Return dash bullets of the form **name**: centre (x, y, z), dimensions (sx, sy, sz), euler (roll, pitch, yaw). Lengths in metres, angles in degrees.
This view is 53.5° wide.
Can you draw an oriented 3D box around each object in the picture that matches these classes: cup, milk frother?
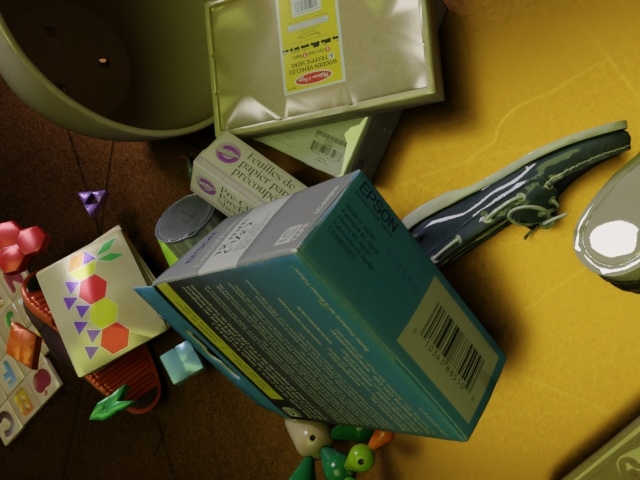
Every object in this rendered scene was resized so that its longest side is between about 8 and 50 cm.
- **cup**: centre (-0.279, -0.264, 0.810), dimensions (0.237, 0.331, 0.330), euler (-13, 83, 50)
- **milk frother**: centre (-0.167, 0.028, 0.805), dimensions (0.143, 0.134, 0.129), euler (-45, 40, -15)

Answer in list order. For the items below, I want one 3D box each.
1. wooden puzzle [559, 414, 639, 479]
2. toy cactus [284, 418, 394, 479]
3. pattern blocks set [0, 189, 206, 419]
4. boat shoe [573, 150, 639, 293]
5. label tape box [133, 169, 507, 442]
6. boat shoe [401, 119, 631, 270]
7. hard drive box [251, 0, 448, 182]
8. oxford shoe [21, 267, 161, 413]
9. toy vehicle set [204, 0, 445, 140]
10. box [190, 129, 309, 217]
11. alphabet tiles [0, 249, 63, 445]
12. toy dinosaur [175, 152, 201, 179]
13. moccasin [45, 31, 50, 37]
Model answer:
- **wooden puzzle**: centre (0.435, 0.262, 0.569), dimensions (0.322, 0.081, 0.347), euler (48, 113, 19)
- **toy cactus**: centre (0.020, 0.255, 0.745), dimensions (0.219, 0.112, 0.180), euler (-53, 33, -5)
- **pattern blocks set**: centre (-0.303, 0.080, 0.887), dimensions (0.286, 0.026, 0.324), euler (-21, 72, -2)
- **boat shoe**: centre (0.379, -0.082, 0.584), dimensions (0.324, 0.097, 0.116), euler (-52, 39, 15)
- **label tape box**: centre (-0.021, 0.084, 0.682), dimensions (0.249, 0.115, 0.348), euler (49, 148, -20)
- **boat shoe**: centre (0.205, -0.040, 0.667), dimensions (0.255, 0.095, 0.079), euler (-27, 77, 24)
- **hard drive box**: centre (0.016, -0.207, 0.762), dimensions (0.181, 0.089, 0.232), euler (28, 102, 23)
- **oxford shoe**: centre (-0.338, 0.159, 0.944), dimensions (0.271, 0.097, 0.098), euler (44, 137, 15)
- **toy vehicle set**: centre (-0.005, -0.213, 0.702), dimensions (0.267, 0.035, 0.165), euler (-6, 87, 26)
- **box**: centre (0.000, 0.000, 0.720), dimensions (0.324, 0.063, 0.067), euler (36, 149, 3)
- **alphabet tiles**: centre (-0.567, 0.159, 1.082), dimensions (0.285, 0.011, 0.342), euler (-44, 72, 18)
- **toy dinosaur**: centre (-0.162, -0.082, 0.886), dimensions (0.090, 0.047, 0.082), euler (6, 103, 58)
- **moccasin**: centre (-0.377, -0.410, 0.929), dimensions (0.147, 0.139, 0.380), euler (44, 106, 23)
